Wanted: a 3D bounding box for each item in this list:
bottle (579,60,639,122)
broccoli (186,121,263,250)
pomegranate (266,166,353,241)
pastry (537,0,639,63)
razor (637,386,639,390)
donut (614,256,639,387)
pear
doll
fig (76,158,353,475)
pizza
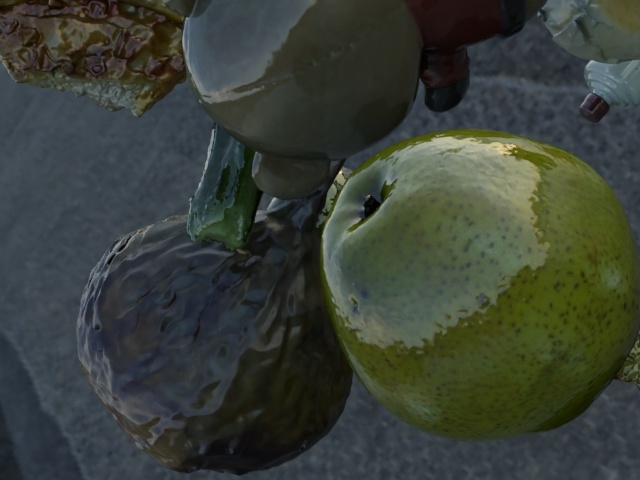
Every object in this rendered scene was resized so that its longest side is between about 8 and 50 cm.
[{"bbox_3d":[0.490,-0.286,2.049,0.245,0.104,0.104,-51,20,-8],"label":"bottle"},{"bbox_3d":[-0.052,-0.137,1.185,0.165,0.145,0.304,7,77,52],"label":"broccoli"},{"bbox_3d":[0.000,0.000,1.693,0.152,0.131,0.191,-27,-41,-40],"label":"pomegranate"},{"bbox_3d":[0.410,-0.367,1.797,0.265,0.265,0.133,-61,23,-10],"label":"pastry"},{"bbox_3d":[0.600,0.219,1.935,0.204,0.113,0.349,-28,46,-4],"label":"razor"},{"bbox_3d":[0.238,0.063,1.225,0.216,0.230,0.096,-115,37,-44],"label":"donut"},{"bbox_3d":[0.094,0.023,0.769,0.198,0.198,0.198,-46,24,27],"label":"pear"},{"bbox_3d":[0.051,-0.184,1.015,0.330,0.235,0.174,-31,27,-9],"label":"doll"},{"bbox_3d":[-0.072,0.034,1.280,0.286,0.286,0.369,-101,31,-61],"label":"fig"},{"bbox_3d":[-0.275,-0.255,1.608,0.074,0.365,0.182,176,106,-81],"label":"pizza"}]
